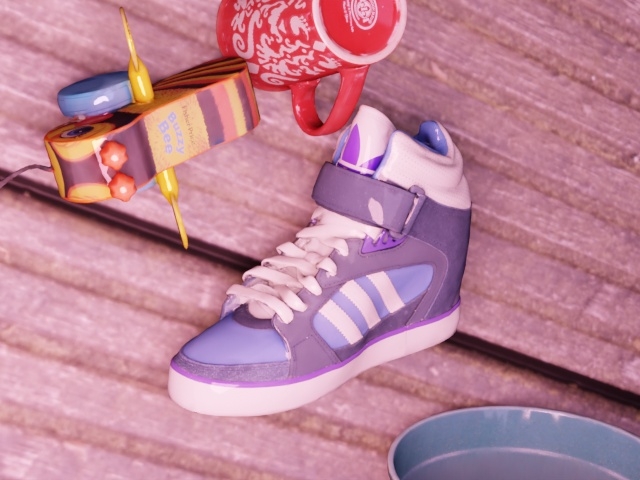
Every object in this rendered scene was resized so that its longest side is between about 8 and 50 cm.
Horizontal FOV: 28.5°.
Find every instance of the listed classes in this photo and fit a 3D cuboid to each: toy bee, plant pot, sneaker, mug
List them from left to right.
[{"bbox_3d":[-0.157,-0.067,1.026,0.298,0.162,0.195,-44,121,-17],"label":"toy bee"},{"bbox_3d":[0.001,0.000,1.109,0.323,0.130,0.236,-16,114,-34],"label":"sneaker"},{"bbox_3d":[0.005,-0.179,1.104,0.113,0.169,0.150,-47,111,-19],"label":"mug"},{"bbox_3d":[0.192,0.327,1.183,0.271,0.271,0.255,-7,109,-27],"label":"plant pot"}]
